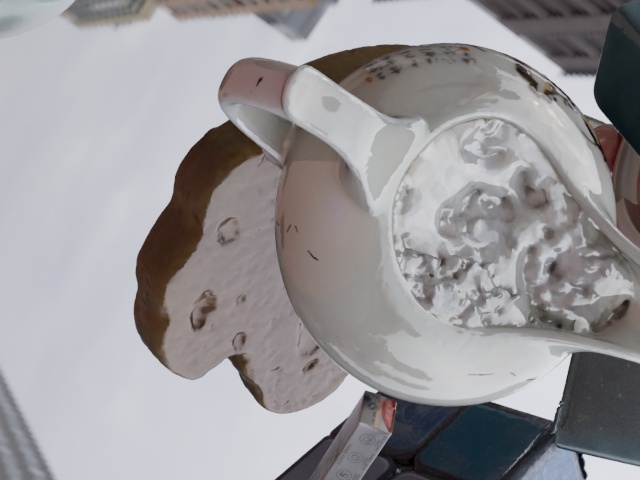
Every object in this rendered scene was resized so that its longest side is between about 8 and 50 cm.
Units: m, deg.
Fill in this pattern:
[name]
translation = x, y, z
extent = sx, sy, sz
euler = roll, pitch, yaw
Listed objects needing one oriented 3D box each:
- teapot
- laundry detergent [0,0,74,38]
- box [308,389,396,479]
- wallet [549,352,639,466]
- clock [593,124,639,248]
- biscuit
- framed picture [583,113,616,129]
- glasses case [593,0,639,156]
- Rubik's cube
[teapot]
translation = 0.065, -0.014, 0.802
extent = 0.208, 0.300, 0.166
euler = -61, -149, 2
[laundry detergent]
translation = -0.417, -0.315, 1.511
extent = 0.125, 0.264, 0.398
euler = -29, -166, 25
[box]
translation = 0.021, 0.256, 1.558
extent = 0.055, 0.040, 0.218
euler = -77, -167, -53
[wallet]
translation = 0.349, 0.084, 1.254
extent = 0.054, 0.251, 0.290
euler = -21, 120, -63
[clock]
translation = 0.334, -0.041, 1.051
extent = 0.227, 0.142, 0.241
euler = -47, -148, 24
[biscuit]
translation = 0.000, 0.000, 1.250
extent = 0.074, 0.359, 0.381
euler = 51, -44, 37
[framed picture]
translation = 0.361, -0.043, 1.707
extent = 0.019, 0.281, 0.209
euler = -85, -163, -49
[glasses case]
translation = 0.270, -0.049, 0.923
extent = 0.266, 0.056, 0.105
euler = 59, -46, 36
[Rubik's cube]
translation = 0.152, 0.403, 1.837
extent = 0.318, 0.316, 0.313
euler = -37, -148, -32
